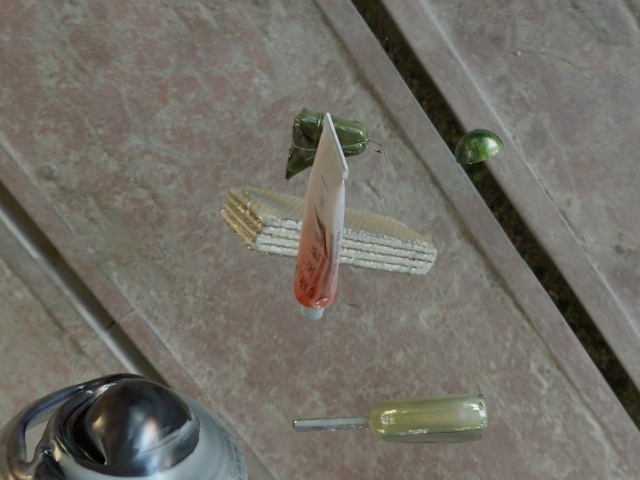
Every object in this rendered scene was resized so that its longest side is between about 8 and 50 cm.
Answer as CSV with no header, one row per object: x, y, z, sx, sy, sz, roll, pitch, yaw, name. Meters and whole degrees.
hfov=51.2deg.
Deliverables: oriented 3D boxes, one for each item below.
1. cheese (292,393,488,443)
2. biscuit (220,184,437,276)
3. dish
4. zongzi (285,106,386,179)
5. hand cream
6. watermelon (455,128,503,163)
0.067,0.180,0.666,0.192,0.097,0.038,-4,62,7,cheese
0.029,-0.013,1.212,0.425,0.144,0.079,11,112,-39,biscuit
-0.198,0.204,0.679,0.273,0.273,0.134,15,111,1,dish
0.025,-0.131,1.048,0.154,0.062,0.131,14,128,0,zongzi
0.002,0.000,0.544,0.052,0.038,0.216,42,148,26,hand cream
0.337,-0.206,1.439,0.105,0.105,0.062,-18,110,11,watermelon
